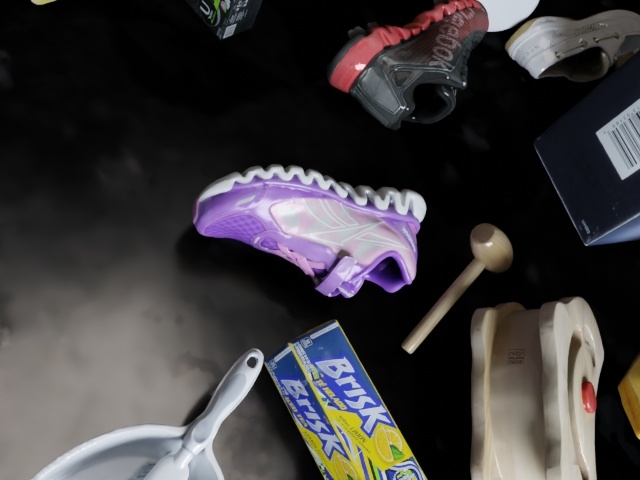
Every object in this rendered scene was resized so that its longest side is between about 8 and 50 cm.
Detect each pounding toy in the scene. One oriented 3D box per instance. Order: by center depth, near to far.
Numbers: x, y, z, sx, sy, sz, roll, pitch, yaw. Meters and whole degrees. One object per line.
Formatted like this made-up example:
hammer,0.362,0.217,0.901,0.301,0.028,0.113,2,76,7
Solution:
pounding toy,0.182,0.132,0.570,0.154,0.155,0.269,30,58,-45

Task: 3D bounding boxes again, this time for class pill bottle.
pill bottle,0.277,-0.452,0.909,0.130,0.130,0.246,23,55,-14

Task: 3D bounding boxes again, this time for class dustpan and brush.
dustpan and brush,-0.107,0.164,0.406,0.147,0.060,0.211,38,53,-3

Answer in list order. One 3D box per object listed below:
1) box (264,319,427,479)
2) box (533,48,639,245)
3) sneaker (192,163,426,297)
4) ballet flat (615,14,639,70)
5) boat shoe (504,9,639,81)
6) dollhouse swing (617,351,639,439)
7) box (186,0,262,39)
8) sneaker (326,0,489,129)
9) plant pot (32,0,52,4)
box,0.022,0.156,0.479,0.054,0.059,0.169,-21,75,-37
box,0.508,-0.140,0.747,0.294,0.296,0.183,-5,65,-29
sneaker,0.000,0.000,0.540,0.236,0.095,0.104,6,68,-25
ballet flat,0.574,-0.346,1.041,0.073,0.067,0.206,29,54,-12
boat shoe,0.419,-0.294,0.919,0.277,0.098,0.096,-14,70,-23
dollhouse swing,0.496,0.267,0.641,0.305,0.315,0.347,23,42,36
box,-0.113,-0.283,0.654,0.052,0.062,0.083,-37,84,-35
sneaker,0.137,-0.219,0.726,0.276,0.097,0.135,-34,81,-34
plant pot,-0.259,-0.400,0.567,0.187,0.212,0.212,39,52,13
